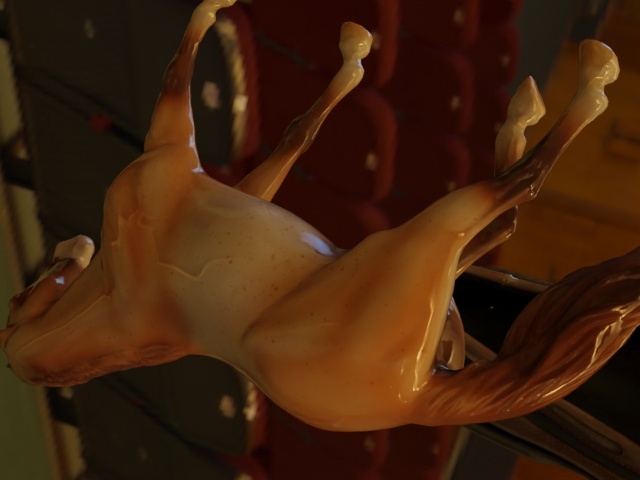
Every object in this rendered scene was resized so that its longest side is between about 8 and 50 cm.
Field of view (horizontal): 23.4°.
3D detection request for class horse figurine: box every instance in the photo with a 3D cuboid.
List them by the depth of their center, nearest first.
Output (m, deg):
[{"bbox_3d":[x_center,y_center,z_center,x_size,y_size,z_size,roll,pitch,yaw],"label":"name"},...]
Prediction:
[{"bbox_3d":[0.000,0.000,0.529,0.174,0.263,0.066,-59,142,-14],"label":"horse figurine"}]

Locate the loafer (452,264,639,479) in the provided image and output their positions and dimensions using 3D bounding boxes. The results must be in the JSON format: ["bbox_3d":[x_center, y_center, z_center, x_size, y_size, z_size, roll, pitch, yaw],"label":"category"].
[{"bbox_3d":[0.159,0.076,0.706,0.096,0.267,0.084,-61,148,-24],"label":"loafer"}]
